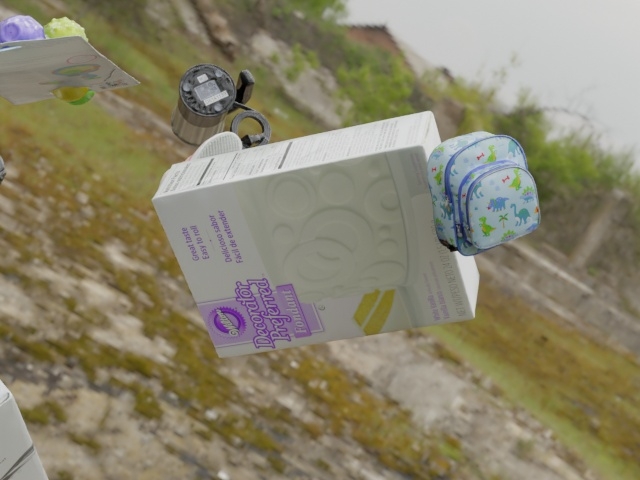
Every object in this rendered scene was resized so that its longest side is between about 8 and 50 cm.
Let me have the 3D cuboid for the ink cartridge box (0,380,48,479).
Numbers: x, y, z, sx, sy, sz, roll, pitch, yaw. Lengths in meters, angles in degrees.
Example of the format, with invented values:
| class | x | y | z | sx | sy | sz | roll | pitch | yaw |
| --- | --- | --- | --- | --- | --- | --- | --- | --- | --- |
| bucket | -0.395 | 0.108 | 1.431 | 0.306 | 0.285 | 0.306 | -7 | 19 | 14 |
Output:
| class | x | y | z | sx | sy | sz | roll | pitch | yaw |
| --- | --- | --- | --- | --- | --- | --- | --- | --- | --- |
| ink cartridge box | -0.390 | 0.176 | 1.186 | 0.223 | 0.129 | 0.307 | 44 | -24 | 21 |

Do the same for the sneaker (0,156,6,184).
| class | x | y | z | sx | sy | sz | roll | pitch | yaw |
| --- | --- | --- | --- | --- | --- | --- | --- | --- | --- |
| sneaker | -0.481 | -0.082 | 1.612 | 0.107 | 0.124 | 0.283 | 54 | -15 | -23 |

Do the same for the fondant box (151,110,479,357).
| class | x | y | z | sx | sy | sz | roll | pitch | yaw |
| --- | --- | --- | --- | --- | --- | --- | --- | --- | --- |
| fondant box | 0.000 | 0.000 | 1.422 | 0.096 | 0.330 | 0.238 | -70 | 145 | -56 |

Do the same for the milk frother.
| class | x | y | z | sx | sy | sz | roll | pitch | yaw |
| --- | --- | --- | --- | --- | --- | --- | --- | --- | --- |
| milk frother | -0.150 | -0.176 | 1.800 | 0.129 | 0.143 | 0.135 | -9 | -13 | -14 |

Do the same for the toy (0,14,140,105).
| class | x | y | z | sx | sy | sz | roll | pitch | yaw |
| --- | --- | --- | --- | --- | --- | --- | --- | --- | --- |
| toy | -0.264 | -0.177 | 1.137 | 0.137 | 0.056 | 0.237 | -8 | -7 | 3 |

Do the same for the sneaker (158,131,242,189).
| class | x | y | z | sx | sy | sz | roll | pitch | yaw |
| --- | --- | --- | --- | --- | --- | --- | --- | --- | --- |
| sneaker | -0.170 | -0.099 | 1.647 | 0.051 | 0.134 | 0.070 | 52 | -25 | -22 |

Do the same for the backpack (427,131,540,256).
| class | x | y | z | sx | sy | sz | roll | pitch | yaw |
| --- | --- | --- | --- | --- | --- | --- | --- | --- | --- |
| backpack | 0.168 | -0.050 | 1.220 | 0.105 | 0.114 | 0.084 | -19 | 16 | -18 |
